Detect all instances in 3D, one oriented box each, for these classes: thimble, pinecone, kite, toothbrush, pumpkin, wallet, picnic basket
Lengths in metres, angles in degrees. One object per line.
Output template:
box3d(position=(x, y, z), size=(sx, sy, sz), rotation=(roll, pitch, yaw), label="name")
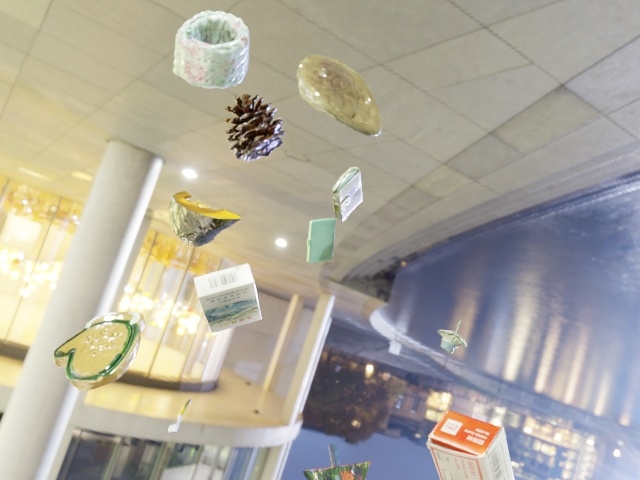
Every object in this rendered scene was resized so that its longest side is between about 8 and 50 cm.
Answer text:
box3d(position=(-0.295, -0.511, 1.688), size=(0.211, 0.185, 0.149), rotation=(-17, 147, -24), label="thimble")
box3d(position=(-0.179, -0.303, 1.625), size=(0.163, 0.165, 0.163), rotation=(-26, 176, -2), label="pinecone")
box3d(position=(0.058, 0.618, 1.534), size=(0.016, 0.234, 0.321), rotation=(-23, 155, 28), label="kite")
box3d(position=(-0.436, 0.544, 1.950), size=(0.024, 0.021, 0.288), rotation=(-6, -177, -2), label="toothbrush")
box3d(position=(-0.393, -0.039, 1.952), size=(0.278, 0.163, 0.111), rotation=(22, -159, 27), label="pumpkin")
box3d(position=(0.078, -0.135, 1.835), size=(0.039, 0.110, 0.155), rotation=(34, 158, 24), label="wallet")
box3d(position=(0.331, 0.237, 1.555), size=(0.083, 0.083, 0.065), rotation=(29, -177, 20), label="picnic basket")

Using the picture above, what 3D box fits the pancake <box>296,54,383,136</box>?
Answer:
box3d(position=(0.053, -0.315, 1.340), size=(0.242, 0.242, 0.050), rotation=(23, 132, -27), label="pancake")

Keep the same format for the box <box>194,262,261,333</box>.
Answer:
box3d(position=(-0.272, 0.178, 1.863), size=(0.164, 0.069, 0.256), rotation=(-15, 149, -9), label="box")

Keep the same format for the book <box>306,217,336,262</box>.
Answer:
box3d(position=(0.000, 0.000, 1.931), size=(0.103, 0.135, 0.017), rotation=(-8, -160, -38), label="book")

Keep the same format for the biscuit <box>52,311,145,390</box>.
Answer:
box3d(position=(-0.729, 0.347, 2.039), size=(0.287, 0.057, 0.344), rotation=(-7, -148, 7), label="biscuit")

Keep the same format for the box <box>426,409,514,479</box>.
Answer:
box3d(position=(0.309, 0.455, 1.282), size=(0.133, 0.099, 0.182), rotation=(8, 127, 40), label="box")
